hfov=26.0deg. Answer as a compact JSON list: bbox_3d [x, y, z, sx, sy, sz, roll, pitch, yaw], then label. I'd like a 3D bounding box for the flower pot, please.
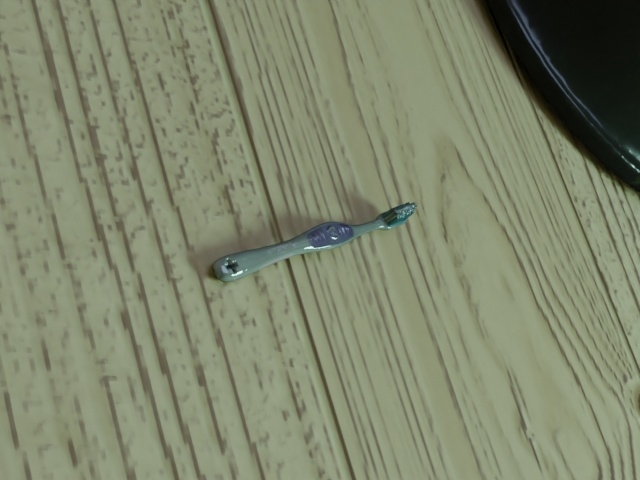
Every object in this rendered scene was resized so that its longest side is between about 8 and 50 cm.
[{"bbox_3d":[0.227,-0.169,0.840,0.269,0.166,0.269,34,38,-32],"label":"flower pot"}]

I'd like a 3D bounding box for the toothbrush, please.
[{"bbox_3d":[0.000,0.000,0.545,0.131,0.013,0.011,-18,72,-53],"label":"toothbrush"}]
